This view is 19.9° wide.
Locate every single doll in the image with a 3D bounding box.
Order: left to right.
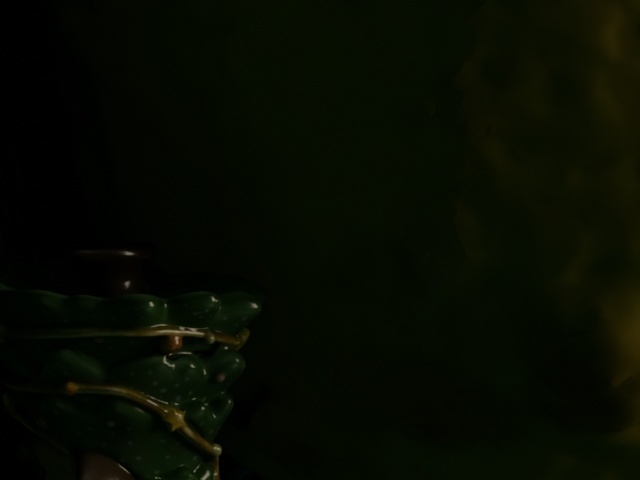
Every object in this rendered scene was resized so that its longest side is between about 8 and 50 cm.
[{"bbox_3d":[-0.043,0.053,0.477,0.078,0.076,0.113,-18,94,-78],"label":"doll"}]

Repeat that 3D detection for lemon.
[{"bbox_3d":[0.092,-0.068,0.616,0.350,0.387,0.350,5,-85,60],"label":"lemon"}]

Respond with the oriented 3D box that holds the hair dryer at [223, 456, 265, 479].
[{"bbox_3d":[-0.043,-0.018,0.808,0.272,0.091,0.235,61,21,-20],"label":"hair dryer"}]
